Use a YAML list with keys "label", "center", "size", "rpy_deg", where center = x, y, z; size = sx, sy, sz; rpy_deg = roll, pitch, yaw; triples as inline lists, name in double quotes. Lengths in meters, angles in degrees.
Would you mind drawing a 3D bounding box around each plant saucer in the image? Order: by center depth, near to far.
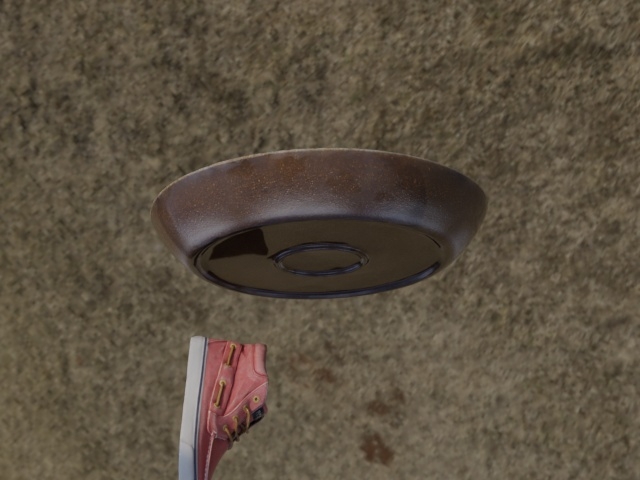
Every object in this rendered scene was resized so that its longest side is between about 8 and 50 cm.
- label: "plant saucer"
  center: [0.000, 0.000, 0.883]
  size: [0.310, 0.050, 0.310]
  rpy_deg: [-3, 161, -1]

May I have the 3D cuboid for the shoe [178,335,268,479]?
- label: "shoe"
  center: [-0.092, 0.175, 0.924]
  size: [0.081, 0.178, 0.063]
  rpy_deg: [4, 146, -5]
